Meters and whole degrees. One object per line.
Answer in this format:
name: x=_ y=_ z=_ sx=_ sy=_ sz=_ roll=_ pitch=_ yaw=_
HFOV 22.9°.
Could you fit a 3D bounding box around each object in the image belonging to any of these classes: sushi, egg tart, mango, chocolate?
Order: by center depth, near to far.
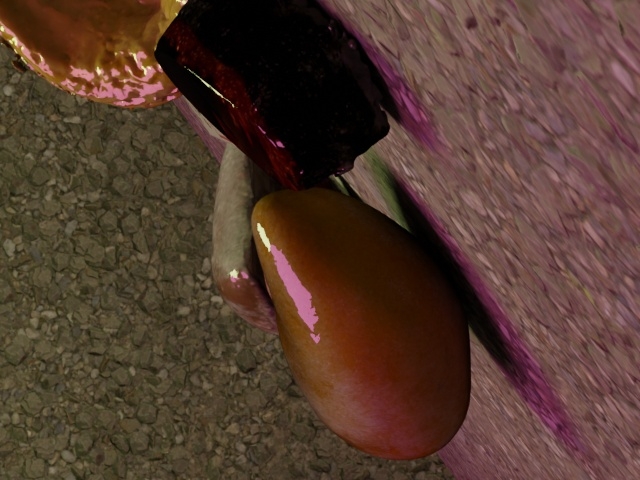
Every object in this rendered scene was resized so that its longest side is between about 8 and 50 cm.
sushi: x=-0.040 y=-0.147 z=1.366 sx=0.225 sy=0.126 sz=0.136 roll=42 pitch=168 yaw=38
egg tart: x=-0.206 y=-0.279 z=1.539 sx=0.315 sy=0.315 sz=0.120 roll=55 pitch=-144 yaw=-21
mango: x=0.046 y=0.083 z=1.678 sx=0.384 sy=0.199 sz=0.221 roll=58 pitch=175 yaw=-36
chocolate: x=-0.082 y=-0.015 z=2.097 sx=0.185 sy=0.100 sz=0.303 roll=47 pitch=-146 yaw=-43

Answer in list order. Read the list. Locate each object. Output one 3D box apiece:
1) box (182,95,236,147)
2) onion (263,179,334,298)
box: x=-0.130 y=-0.217 z=1.848 sx=0.210 sy=0.095 sz=0.330 roll=54 pitch=176 yaw=-13
onion: x=0.000 y=0.000 z=1.942 sx=0.159 sy=0.159 sz=0.195 roll=-150 pitch=48 yaw=-78
